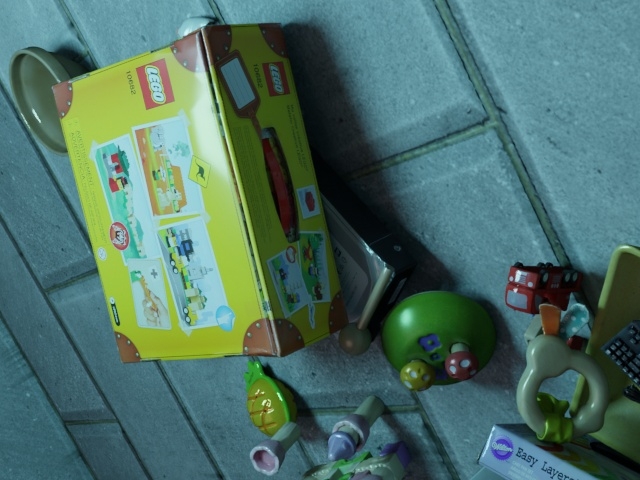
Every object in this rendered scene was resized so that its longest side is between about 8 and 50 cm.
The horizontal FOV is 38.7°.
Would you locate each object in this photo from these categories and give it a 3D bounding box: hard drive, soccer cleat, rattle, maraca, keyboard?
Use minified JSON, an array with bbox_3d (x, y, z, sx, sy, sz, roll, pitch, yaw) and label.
[{"bbox_3d":[0.000,0.000,1.560,0.339,0.064,0.237,50,142,22],"label":"hard drive"},{"bbox_3d":[-0.196,-0.294,1.596,0.076,0.068,0.196,6,118,42],"label":"soccer cleat"},{"bbox_3d":[0.316,0.164,1.247,0.130,0.143,0.199,-15,99,13],"label":"rattle"},{"bbox_3d":[-0.114,0.342,1.952,0.185,0.099,0.127,53,138,31],"label":"maraca"},{"bbox_3d":[0.434,0.191,1.154,0.180,0.023,0.108,47,142,14],"label":"keyboard"}]

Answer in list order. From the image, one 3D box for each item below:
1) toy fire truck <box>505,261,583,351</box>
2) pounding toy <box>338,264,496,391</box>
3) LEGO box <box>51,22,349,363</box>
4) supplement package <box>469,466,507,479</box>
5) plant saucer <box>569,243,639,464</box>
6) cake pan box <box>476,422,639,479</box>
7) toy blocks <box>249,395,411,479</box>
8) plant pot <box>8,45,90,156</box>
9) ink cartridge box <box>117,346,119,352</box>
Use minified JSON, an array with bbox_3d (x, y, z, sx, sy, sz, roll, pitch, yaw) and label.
[{"bbox_3d":[0.311,0.100,1.261,0.047,0.192,0.135,17,100,40],"label":"toy fire truck"},{"bbox_3d":[0.160,0.170,1.411,0.237,0.110,0.183,25,123,-11],"label":"pounding toy"},{"bbox_3d":[-0.201,-0.064,1.499,0.373,0.193,0.500,-8,97,38],"label":"LEGO box"},{"bbox_3d":[0.266,0.540,1.545,0.175,0.177,0.293,41,122,22],"label":"supplement package"},{"bbox_3d":[0.506,0.183,1.153,0.333,0.081,0.332,29,135,31],"label":"plant saucer"},{"bbox_3d":[0.386,0.332,1.257,0.246,0.267,0.070,27,98,39],"label":"cake pan box"},{"bbox_3d":[0.026,0.503,1.723,0.289,0.260,0.309,-25,97,34],"label":"toy blocks"},{"bbox_3d":[-0.548,-0.308,1.939,0.237,0.110,0.237,29,136,32],"label":"plant pot"},{"bbox_3d":[-0.384,0.009,1.888,0.330,0.072,0.324,108,157,-48],"label":"ink cartridge box"}]
